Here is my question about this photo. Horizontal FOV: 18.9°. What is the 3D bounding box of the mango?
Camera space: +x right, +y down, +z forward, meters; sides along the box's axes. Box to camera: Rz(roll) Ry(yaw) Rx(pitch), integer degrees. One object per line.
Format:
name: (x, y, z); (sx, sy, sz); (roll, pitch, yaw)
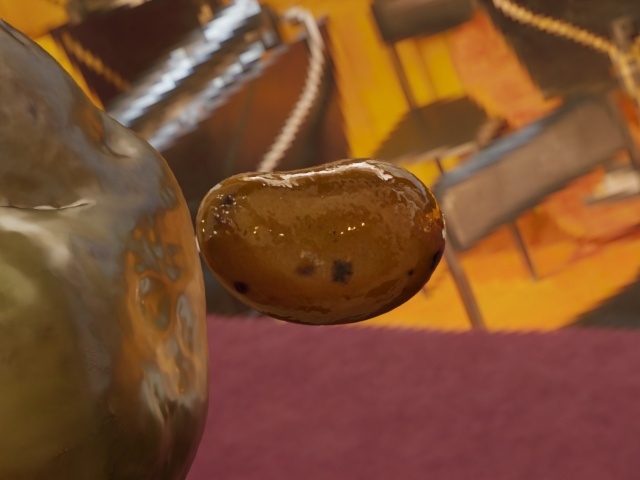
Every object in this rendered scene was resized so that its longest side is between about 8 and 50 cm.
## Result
mango: (0.001, 0.003, 1.330); (0.178, 0.115, 0.090); (-8, 16, -23)

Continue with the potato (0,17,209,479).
potato: (-0.107, 0.022, 0.577); (0.137, 0.154, 0.200); (-34, 62, 20)
